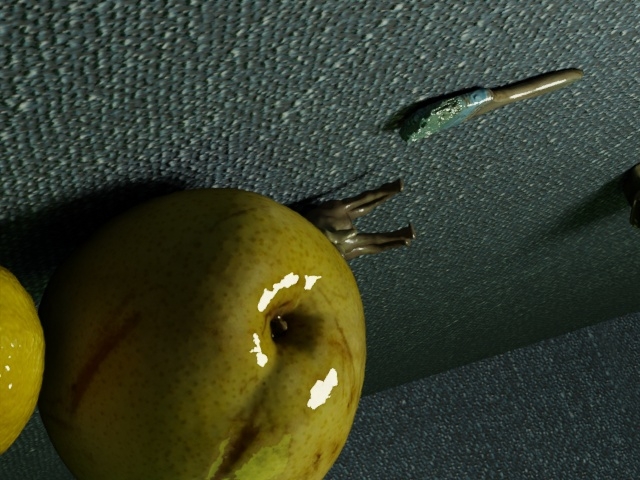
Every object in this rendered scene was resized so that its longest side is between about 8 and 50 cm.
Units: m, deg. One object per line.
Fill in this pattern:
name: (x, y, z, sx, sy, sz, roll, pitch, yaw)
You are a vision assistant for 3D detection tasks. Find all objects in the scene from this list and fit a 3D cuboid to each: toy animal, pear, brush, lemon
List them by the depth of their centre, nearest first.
lemon: (-0.311, 0.094, 1.316, 0.188, 0.188, 0.257, -24, 172, 9)
pear: (-0.103, 0.106, 1.466, 0.314, 0.314, 0.314, -21, 168, -5)
brush: (0.165, -0.130, 1.561, 0.196, 0.021, 0.070, -17, 169, -23)
toy animal: (0.000, 0.000, 1.675, 0.186, 0.093, 0.214, -14, 176, -1)

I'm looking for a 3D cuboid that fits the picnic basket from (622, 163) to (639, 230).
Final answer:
picnic basket: (0.545, -0.064, 2.241, 0.267, 0.139, 0.165, -22, 168, -1)
